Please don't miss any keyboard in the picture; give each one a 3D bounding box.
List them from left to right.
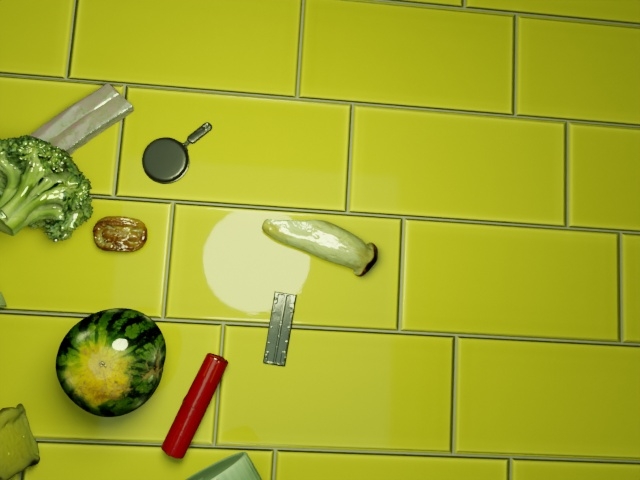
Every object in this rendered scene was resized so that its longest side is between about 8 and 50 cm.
[{"bbox_3d":[-0.113,0.248,1.489,0.067,0.011,0.202,9,83,-2],"label":"keyboard"}]

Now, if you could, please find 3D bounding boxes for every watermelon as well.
[{"bbox_3d":[-0.522,0.304,1.335,0.268,0.269,0.269,0,84,-4],"label":"watermelon"}]

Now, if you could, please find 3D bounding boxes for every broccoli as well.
[{"bbox_3d":[-0.739,-0.127,1.377,0.288,0.235,0.260,19,77,5],"label":"broccoli"}]

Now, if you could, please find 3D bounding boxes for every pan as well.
[{"bbox_3d":[-0.406,-0.262,1.515,0.235,0.028,0.136,-42,89,-8],"label":"pan"}]

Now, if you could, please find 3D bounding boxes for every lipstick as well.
[{"bbox_3d":[-0.335,0.438,1.422,0.073,0.073,0.280,26,82,-1],"label":"lipstick"}]

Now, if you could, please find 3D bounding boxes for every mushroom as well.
[{"bbox_3d":[0.002,-0.003,1.491,0.333,0.087,0.107,24,83,1],"label":"mushroom"}]

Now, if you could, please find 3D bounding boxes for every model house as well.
[{"bbox_3d":[-0.867,0.532,1.312,0.234,0.193,0.175,-17,86,-3],"label":"model house"}]

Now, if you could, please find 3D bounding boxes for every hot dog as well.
[{"bbox_3d":[-0.554,-0.018,1.460,0.147,0.065,0.099,5,93,-6],"label":"hot dog"}]

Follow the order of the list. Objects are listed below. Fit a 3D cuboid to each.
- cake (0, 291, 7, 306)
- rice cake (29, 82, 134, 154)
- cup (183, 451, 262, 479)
[{"bbox_3d":[-0.971,0.170,1.388,0.235,0.100,0.099,-20,84,-7],"label":"cake"},{"bbox_3d":[-0.676,-0.326,1.491,0.298,0.050,0.106,-38,89,-7],"label":"rice cake"},{"bbox_3d":[-0.250,0.779,1.279,0.400,0.310,0.392,-26,81,-9],"label":"cup"}]
